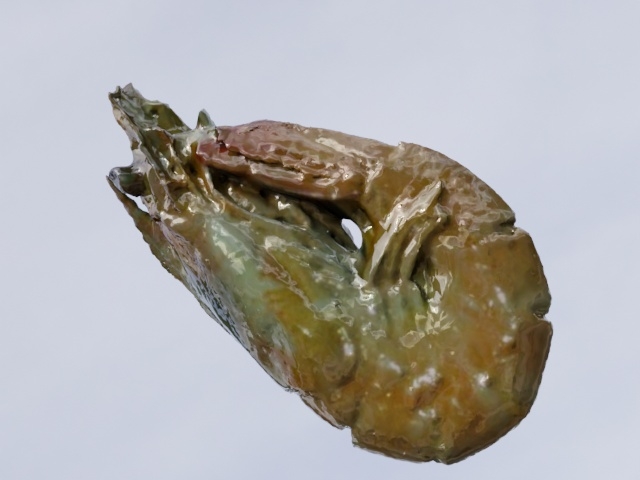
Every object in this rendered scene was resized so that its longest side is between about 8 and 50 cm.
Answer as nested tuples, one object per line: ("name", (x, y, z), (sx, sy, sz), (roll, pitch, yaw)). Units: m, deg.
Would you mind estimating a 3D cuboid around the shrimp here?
("shrimp", (0.001, 0.000, 0.718), (0.115, 0.217, 0.051), (-53, -15, 3))
